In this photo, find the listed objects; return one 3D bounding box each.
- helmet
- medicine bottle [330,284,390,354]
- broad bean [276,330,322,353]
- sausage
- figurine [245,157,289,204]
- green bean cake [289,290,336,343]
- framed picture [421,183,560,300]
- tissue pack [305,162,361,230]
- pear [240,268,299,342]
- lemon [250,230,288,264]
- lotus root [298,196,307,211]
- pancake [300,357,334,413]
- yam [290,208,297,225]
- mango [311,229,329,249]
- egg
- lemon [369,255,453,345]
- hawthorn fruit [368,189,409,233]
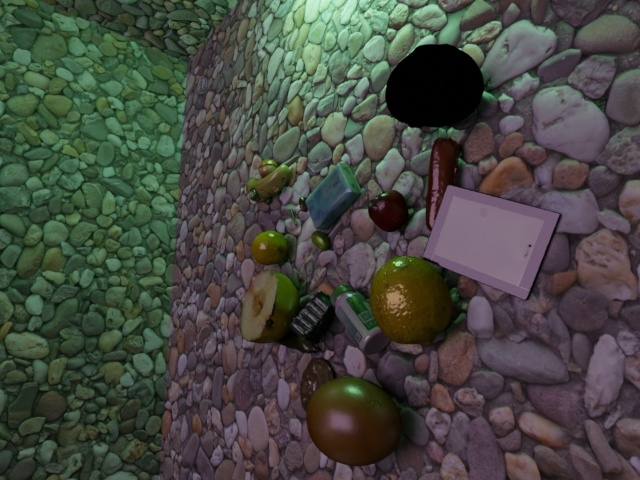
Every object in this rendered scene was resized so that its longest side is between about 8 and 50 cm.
[{"bbox_3d":[0.400,-0.510,1.489,0.338,0.197,0.271,13,99,57],"label":"helmet"},{"bbox_3d":[0.142,0.290,1.665,0.274,0.133,0.133,51,120,43],"label":"medicine bottle"},{"bbox_3d":[-0.113,0.458,1.996,0.339,0.061,0.077,2,94,51],"label":"broad bean"},{"bbox_3d":[0.406,-0.181,1.482,0.102,0.102,0.331,0,82,51],"label":"sausage"},{"bbox_3d":[-0.282,-0.329,2.354,0.324,0.124,0.222,-26,59,42],"label":"figurine"},{"bbox_3d":[-0.008,0.329,1.847,0.107,0.193,0.208,36,86,30],"label":"green bean cake"},{"bbox_3d":[0.497,-0.005,1.328,0.347,0.016,0.265,22,99,37],"label":"framed picture"},{"bbox_3d":[0.049,-0.191,1.932,0.263,0.089,0.177,-46,51,35],"label":"tissue pack"},{"bbox_3d":[-0.218,0.318,2.046,0.340,0.191,0.386,-61,27,10],"label":"pear"},{"bbox_3d":[-0.252,0.039,2.183,0.193,0.180,0.181,122,143,-59],"label":"lemon"},{"bbox_3d":[-0.082,-0.180,2.131,0.030,0.037,0.083,-34,56,37],"label":"lotus root"},{"bbox_3d":[-0.015,0.616,1.855,0.222,0.042,0.236,-10,70,54],"label":"pancake"},{"bbox_3d":[-0.134,-0.115,2.198,0.014,0.014,0.107,-47,48,34],"label":"yam"},{"bbox_3d":[0.000,0.000,1.975,0.108,0.056,0.073,49,124,31],"label":"mango"},{"bbox_3d":[0.111,0.614,1.505,0.351,0.282,0.283,-9,74,47],"label":"egg"},{"bbox_3d":[0.284,0.186,1.417,0.258,0.257,0.310,-36,57,41],"label":"lemon"},{"bbox_3d":[0.259,-0.101,1.628,0.148,0.148,0.172,-39,80,39],"label":"hawthorn fruit"}]
